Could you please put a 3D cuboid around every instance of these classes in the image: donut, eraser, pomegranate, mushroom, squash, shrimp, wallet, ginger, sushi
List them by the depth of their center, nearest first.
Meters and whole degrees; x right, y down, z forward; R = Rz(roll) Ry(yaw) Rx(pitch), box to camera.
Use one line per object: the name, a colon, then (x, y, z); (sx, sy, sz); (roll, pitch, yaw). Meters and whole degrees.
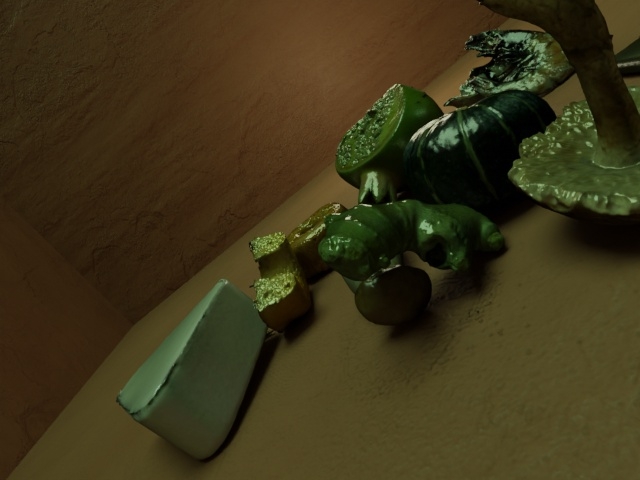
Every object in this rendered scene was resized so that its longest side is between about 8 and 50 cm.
mushroom: (0.279, -0.131, 0.436); (0.233, 0.301, 0.208); (33, 101, 61)
ginger: (0.127, -0.005, 0.580); (0.089, 0.289, 0.137); (116, 146, -43)
squash: (0.266, -0.148, 0.729); (0.252, 0.165, 0.252); (-23, 8, 4)
mushroom: (0.090, 0.031, 0.740); (0.128, 0.128, 0.350); (-38, 19, 7)
wallet: (0.597, -0.336, 0.757); (0.110, 0.031, 0.198); (-37, 13, 9)
eraser: (-0.242, 0.263, 0.805); (0.331, 0.150, 0.331); (-43, 15, 14)
donut: (-0.084, 0.101, 0.952); (0.101, 0.152, 0.259); (-25, 36, 2)
pomegranate: (0.193, -0.206, 1.108); (0.309, 0.216, 0.359); (-23, 51, 50)
donut: (0.001, 0.000, 1.116); (0.226, 0.114, 0.226); (-36, 15, 11)
shrimp: (0.489, -0.469, 1.138); (0.233, 0.071, 0.365); (-44, 44, 0)
sushi: (0.495, -0.446, 1.236); (0.273, 0.134, 0.109); (-32, 44, -7)

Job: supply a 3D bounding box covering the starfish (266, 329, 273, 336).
starfish: (-0.137, 0.224, 0.977); (0.086, 0.016, 0.092); (-37, 11, 4)
